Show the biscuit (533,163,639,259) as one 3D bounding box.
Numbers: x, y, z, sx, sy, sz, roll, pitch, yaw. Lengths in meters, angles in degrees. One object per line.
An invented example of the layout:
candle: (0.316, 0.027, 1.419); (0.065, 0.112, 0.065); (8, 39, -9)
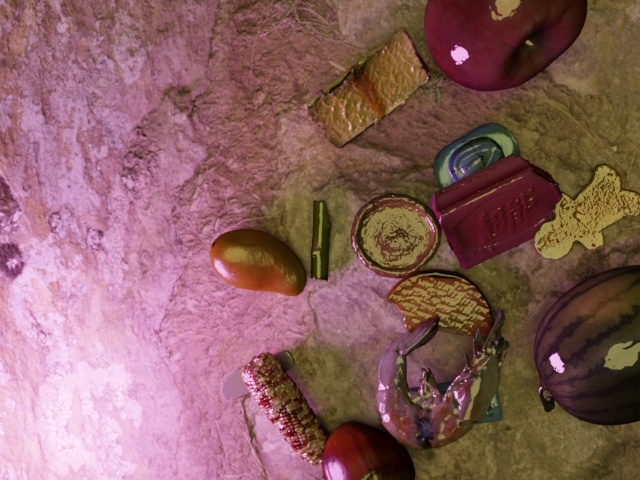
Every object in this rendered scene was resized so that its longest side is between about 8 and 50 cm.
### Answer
biscuit: (0.547, -0.049, 1.510); (0.234, 0.030, 0.153); (-42, 86, 10)

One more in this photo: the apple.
apple: (0.350, -0.437, 1.396); (0.305, 0.305, 0.235); (-33, 63, 10)

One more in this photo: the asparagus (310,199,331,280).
asparagus: (0.000, 0.000, 1.603); (0.045, 0.041, 0.179); (2, 90, -15)

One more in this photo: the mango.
mango: (-0.135, 0.050, 1.602); (0.227, 0.099, 0.136); (21, 93, -1)

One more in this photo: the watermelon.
watermelon: (0.570, 0.208, 1.398); (0.359, 0.279, 0.279); (-33, 88, 9)

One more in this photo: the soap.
soap: (0.363, -0.071, 1.478); (0.249, 0.099, 0.162); (-28, 118, 10)

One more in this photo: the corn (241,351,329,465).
corn: (-0.069, 0.380, 1.613); (0.098, 0.098, 0.290); (-34, 96, 10)

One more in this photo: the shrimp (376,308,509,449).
shrimp: (0.260, 0.274, 1.520); (0.247, 0.085, 0.360); (41, 96, 21)

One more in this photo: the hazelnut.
hazelnut: (0.096, 0.484, 1.555); (0.208, 0.208, 0.208); (1, 94, 10)

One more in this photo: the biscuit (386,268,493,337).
biscuit: (0.269, 0.151, 1.570); (0.228, 0.031, 0.176); (44, 104, -1)

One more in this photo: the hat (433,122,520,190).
hat: (0.328, -0.165, 1.514); (0.190, 0.078, 0.138); (-38, 88, 10)

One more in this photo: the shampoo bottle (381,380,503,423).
shampoo bottle: (0.260, 0.363, 1.574); (0.258, 0.061, 0.104); (-13, 88, 11)

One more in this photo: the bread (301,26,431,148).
bread: (0.094, -0.329, 1.525); (0.266, 0.142, 0.178); (-35, 129, 9)

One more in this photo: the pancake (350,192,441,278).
pancake: (0.164, -0.009, 1.583); (0.199, 0.021, 0.200); (1, 96, 10)

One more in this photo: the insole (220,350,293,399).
insole: (-0.148, 0.310, 1.664); (0.191, 0.010, 0.063); (-29, 90, 10)
